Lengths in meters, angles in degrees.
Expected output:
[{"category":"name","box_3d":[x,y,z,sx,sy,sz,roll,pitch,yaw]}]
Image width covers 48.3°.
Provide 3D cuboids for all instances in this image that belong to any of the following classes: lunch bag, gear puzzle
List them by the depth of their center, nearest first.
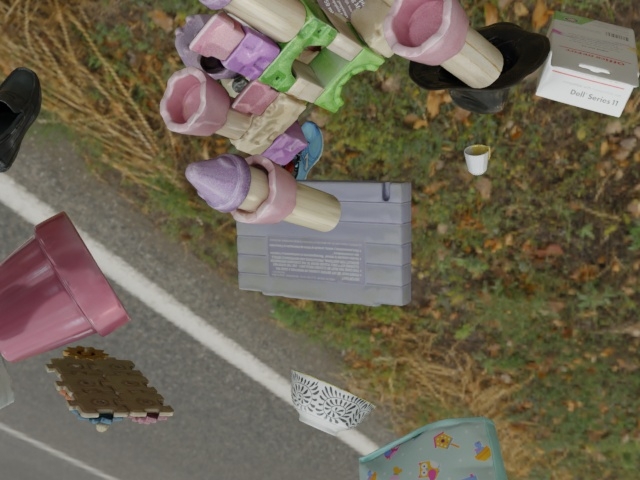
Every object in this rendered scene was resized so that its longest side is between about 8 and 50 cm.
[{"category":"lunch bag","box_3d":[0.201,0.434,1.185,0.262,0.223,0.160,-33,124,28]},{"category":"gear puzzle","box_3d":[-0.406,0.260,1.297,0.175,0.044,0.339,8,-171,-35]}]

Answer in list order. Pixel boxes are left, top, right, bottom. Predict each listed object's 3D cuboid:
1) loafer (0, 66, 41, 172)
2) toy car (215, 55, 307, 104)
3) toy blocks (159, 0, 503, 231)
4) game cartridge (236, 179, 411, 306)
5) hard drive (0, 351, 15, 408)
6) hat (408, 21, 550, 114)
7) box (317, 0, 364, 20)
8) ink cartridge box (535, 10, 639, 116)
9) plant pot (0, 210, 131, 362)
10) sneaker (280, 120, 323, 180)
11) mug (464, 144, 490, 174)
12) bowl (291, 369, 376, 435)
[{"category":"loafer","box_3d":[-0.535,-0.219,1.222,0.076,0.223,0.078,6,147,-1]},{"category":"toy car","box_3d":[-0.091,-0.290,1.067,0.155,0.188,0.149,0,130,12]},{"category":"toy blocks","box_3d":[-0.053,-0.207,0.673,0.288,0.309,0.260,-43,146,25]},{"category":"game cartridge","box_3d":[0.000,0.000,1.338,0.355,0.068,0.230,4,104,28]},{"category":"hard drive","box_3d":[-0.450,0.123,0.801,0.040,0.203,0.307,-20,180,-3]},{"category":"hat","box_3d":[0.359,-0.366,1.611,0.331,0.331,0.134,0,129,24]},{"category":"box","box_3d":[0.121,-0.555,1.606,0.203,0.167,0.168,-19,120,25]},{"category":"ink cartridge box","box_3d":[0.632,-0.413,1.698,0.207,0.353,0.119,17,129,9]},{"category":"plant pot","box_3d":[-0.417,0.084,1.084,0.201,0.180,0.201,52,164,22]},{"category":"sneaker","box_3d":[-0.042,-0.168,1.448,0.063,0.162,0.073,18,173,15]},{"category":"mug","box_3d":[0.407,-0.205,1.819,0.078,0.062,0.064,-15,122,-6]},{"category":"bowl","box_3d":[0.009,0.304,1.299,0.170,0.080,0.170,23,168,5]}]
